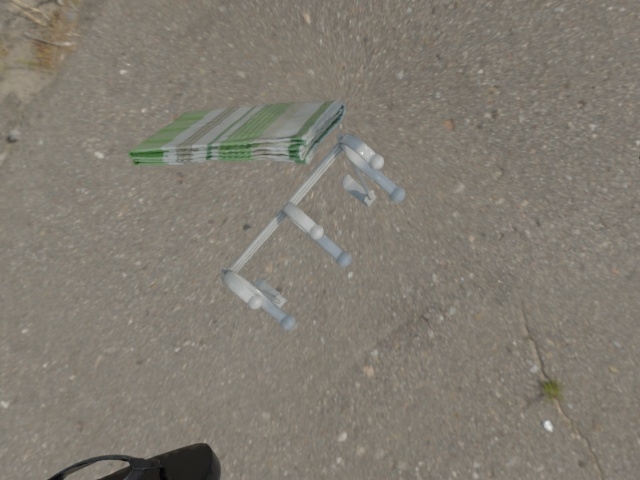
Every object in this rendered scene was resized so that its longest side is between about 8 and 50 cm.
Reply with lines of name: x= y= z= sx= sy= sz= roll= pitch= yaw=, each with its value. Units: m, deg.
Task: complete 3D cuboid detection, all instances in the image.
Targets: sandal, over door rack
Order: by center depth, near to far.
sandal: x=-0.201 y=0.216 z=0.565 sx=0.254 sy=0.097 sz=0.054 roll=-18 pitch=114 yaw=-10
over door rack: x=0.000 y=0.000 z=0.990 sx=0.108 sy=0.324 sz=0.239 roll=41 pitch=88 yaw=7

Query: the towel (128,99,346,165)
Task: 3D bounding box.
towel: x=-0.064 y=-0.086 z=0.596 sx=0.152 sy=0.113 sz=0.023 roll=-1 pitch=115 yaw=19
